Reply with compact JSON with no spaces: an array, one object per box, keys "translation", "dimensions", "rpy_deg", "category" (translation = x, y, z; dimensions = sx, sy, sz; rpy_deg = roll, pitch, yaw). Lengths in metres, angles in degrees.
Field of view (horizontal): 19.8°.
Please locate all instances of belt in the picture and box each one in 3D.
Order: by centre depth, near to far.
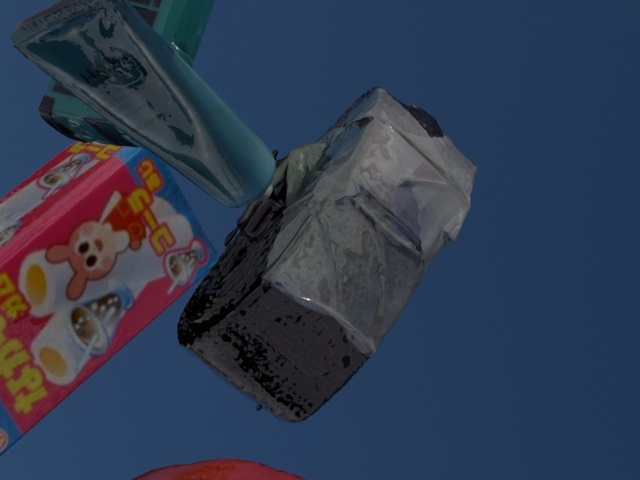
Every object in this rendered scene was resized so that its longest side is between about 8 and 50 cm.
[{"translation":[0.000,0.000,1.544],"dimensions":[0.289,0.164,0.184],"rpy_deg":[-53,-166,-14],"category":"belt"}]

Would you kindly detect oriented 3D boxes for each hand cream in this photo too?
[{"translation":[-0.098,-0.086,1.173],"dimensions":[0.083,0.224,0.048],"rpy_deg":[-22,-130,26],"category":"hand cream"}]

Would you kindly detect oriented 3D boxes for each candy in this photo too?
[{"translation":[-0.252,0.043,1.672],"dimensions":[0.100,0.306,0.157],"rpy_deg":[14,-41,48],"category":"candy"}]

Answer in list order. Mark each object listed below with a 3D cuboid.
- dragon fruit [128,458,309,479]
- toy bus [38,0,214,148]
[{"translation":[-0.075,0.279,0.915],"dimensions":[0.306,0.226,0.305],"rpy_deg":[11,-66,26],"category":"dragon fruit"},{"translation":[-0.133,-0.145,1.316],"dimensions":[0.092,0.079,0.160],"rpy_deg":[16,-99,20],"category":"toy bus"}]
